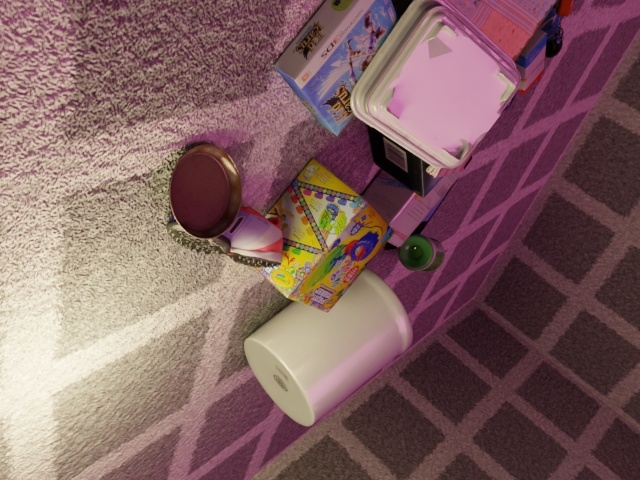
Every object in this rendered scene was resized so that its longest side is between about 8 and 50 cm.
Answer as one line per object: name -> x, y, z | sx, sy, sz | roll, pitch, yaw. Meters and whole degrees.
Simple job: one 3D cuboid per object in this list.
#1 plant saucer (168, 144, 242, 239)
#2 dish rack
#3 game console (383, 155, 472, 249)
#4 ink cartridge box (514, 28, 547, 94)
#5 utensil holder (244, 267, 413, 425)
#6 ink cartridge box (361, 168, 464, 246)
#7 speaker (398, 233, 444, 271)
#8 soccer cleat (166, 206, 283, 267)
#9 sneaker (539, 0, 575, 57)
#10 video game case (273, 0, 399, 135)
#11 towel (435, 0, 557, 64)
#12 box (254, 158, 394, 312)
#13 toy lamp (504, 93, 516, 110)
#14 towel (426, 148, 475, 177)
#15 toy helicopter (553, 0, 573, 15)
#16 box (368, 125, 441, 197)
plant saucer -> -0.209, -0.087, 1.154 | 0.168, 0.029, 0.169 | -9, 101, -51
dish rack -> 0.255, -0.307, 1.332 | 0.332, 0.072, 0.286 | 26, 106, -35
game console -> 0.353, -0.136, 2.155 | 0.387, 0.060, 0.342 | -57, 156, 18
ink cartridge box -> 0.456, -0.437, 1.539 | 0.078, 0.134, 0.231 | -51, 159, -1
utensil holder -> 0.019, 0.298, 1.875 | 0.385, 0.327, 0.328 | -35, 153, -26
ink cartridge box -> 0.254, -0.147, 1.860 | 0.306, 0.131, 0.226 | -50, 158, 7
speaker -> 0.351, 0.046, 2.230 | 0.131, 0.131, 0.296 | -54, 163, 9
soccer cleat -> -0.186, -0.025, 1.311 | 0.318, 0.108, 0.117 | 22, 70, -54
sneaker -> 0.656, -0.606, 1.879 | 0.330, 0.147, 0.130 | -50, 157, -2
video game case -> 0.052, -0.359, 1.260 | 0.244, 0.061, 0.269 | -50, 158, 2
towel -> 0.336, -0.465, 1.336 | 0.271, 0.040, 0.370 | 23, 109, -32
box -> 0.000, 0.000, 1.567 | 0.279, 0.177, 0.290 | -50, 157, 3
toy lamp -> 0.490, -0.468, 1.707 | 0.080, 0.080, 0.275 | 64, 35, -65
towel -> 0.335, -0.225, 1.564 | 0.197, 0.029, 0.144 | -18, 142, -56
toy helicopter -> 0.571, -0.698, 1.560 | 0.355, 0.140, 0.235 | -24, 122, -78
box -> 0.281, -0.314, 1.596 | 0.294, 0.182, 0.296 | -47, 157, -10
